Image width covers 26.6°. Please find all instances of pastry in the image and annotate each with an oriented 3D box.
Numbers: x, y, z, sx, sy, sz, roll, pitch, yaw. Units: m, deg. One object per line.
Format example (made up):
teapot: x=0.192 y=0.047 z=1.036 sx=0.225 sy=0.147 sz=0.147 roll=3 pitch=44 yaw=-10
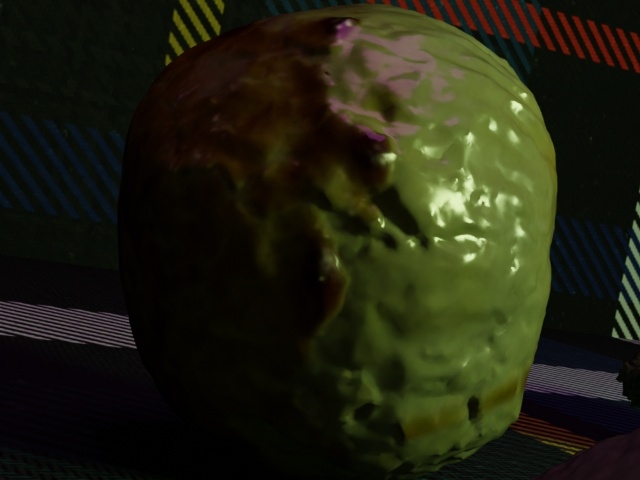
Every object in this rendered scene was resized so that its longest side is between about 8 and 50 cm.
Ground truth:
pastry: x=0.000 y=0.000 z=1.043 sx=0.313 sy=0.388 sz=0.388 roll=7 pitch=3 yaw=-14

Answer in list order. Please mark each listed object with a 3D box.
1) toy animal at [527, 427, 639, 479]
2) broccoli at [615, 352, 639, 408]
toy animal: x=0.212 y=0.151 z=0.499 sx=0.226 sy=0.188 sz=0.358 roll=5 pitch=5 yaw=-24
broccoli: x=0.540 y=0.081 z=1.476 sx=0.275 sy=0.397 sz=0.353 roll=36 pitch=4 yaw=13
